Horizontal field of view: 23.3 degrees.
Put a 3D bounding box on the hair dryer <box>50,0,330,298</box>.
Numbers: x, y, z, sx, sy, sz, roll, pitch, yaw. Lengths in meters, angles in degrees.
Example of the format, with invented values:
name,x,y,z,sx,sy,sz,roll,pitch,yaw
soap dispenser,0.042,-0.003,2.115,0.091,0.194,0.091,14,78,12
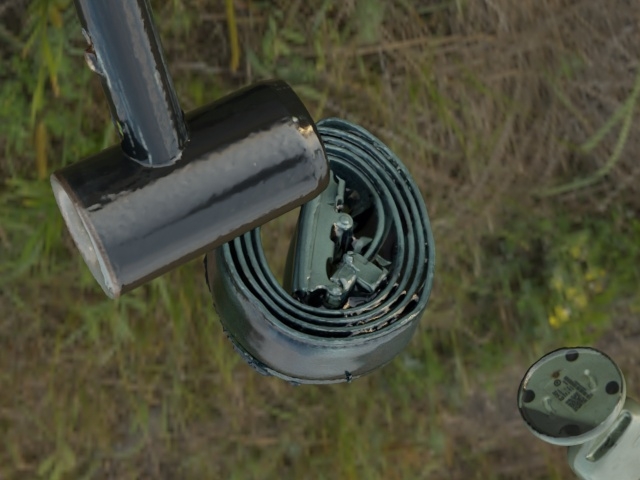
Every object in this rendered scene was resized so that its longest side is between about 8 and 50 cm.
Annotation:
name,x,y,z,sx,sy,sz,roll,pitch,yaw
hair dryer,-0.075,-0.098,0.709,0.128,0.070,0.255,-24,131,-16

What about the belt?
name,x,y,z,sx,sy,sz,roll,pitch,yaw
belt,0.000,0.000,1.433,0.206,0.267,0.116,2,146,-12

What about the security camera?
name,x,y,z,sx,sy,sz,roll,pitch,yaw
security camera,0.140,0.097,0.790,0.058,0.058,0.092,-21,139,14
